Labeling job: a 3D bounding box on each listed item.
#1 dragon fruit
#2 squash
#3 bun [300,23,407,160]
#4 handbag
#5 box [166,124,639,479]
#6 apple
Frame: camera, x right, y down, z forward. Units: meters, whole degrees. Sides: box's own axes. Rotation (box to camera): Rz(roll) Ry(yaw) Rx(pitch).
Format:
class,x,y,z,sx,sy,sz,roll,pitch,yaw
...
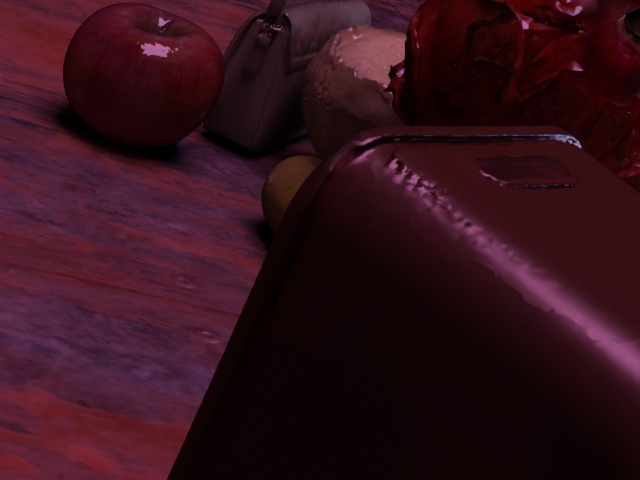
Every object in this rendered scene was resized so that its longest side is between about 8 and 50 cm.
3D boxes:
class,x,y,z,sx,sy,sz,roll,pitch,yaw
dragon fruit,0.216,-0.139,1.671,0.296,0.295,0.302,16,-10,-16
squash,0.000,0.000,1.654,0.083,0.083,0.250,15,23,-17
bun,0.091,-0.102,1.899,0.259,0.152,0.259,19,25,-9
handbag,-0.021,-0.211,1.971,0.079,0.219,0.256,28,19,14
box,0.085,0.141,0.974,0.239,0.339,0.229,-2,32,-49
apple,-0.172,-0.154,1.817,0.153,0.120,0.153,16,25,-8
